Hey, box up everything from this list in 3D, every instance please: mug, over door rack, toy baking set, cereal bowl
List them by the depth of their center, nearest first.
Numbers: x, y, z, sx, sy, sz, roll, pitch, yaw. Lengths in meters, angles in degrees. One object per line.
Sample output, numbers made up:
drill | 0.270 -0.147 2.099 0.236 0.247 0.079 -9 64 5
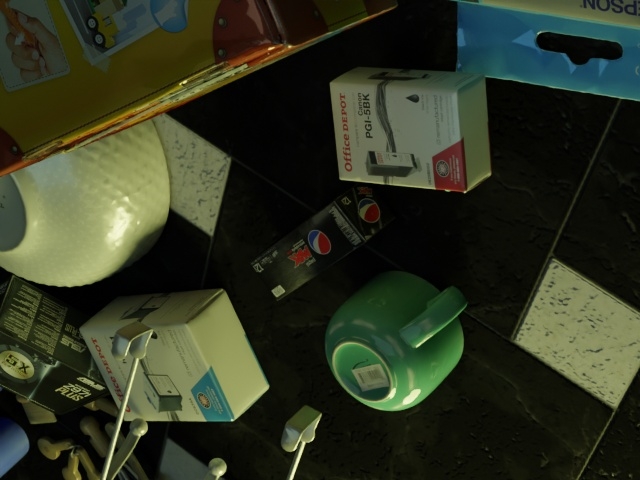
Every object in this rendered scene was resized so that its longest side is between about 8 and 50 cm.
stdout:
mug | 0.070 0.100 1.574 0.129 0.097 0.158 28 134 23
over door rack | -0.131 0.254 1.756 0.239 0.108 0.324 25 127 14
cereal bowl | -0.345 -0.085 1.765 0.339 0.141 0.339 23 132 28
toy baking set | -0.301 0.266 2.061 0.256 0.030 0.197 16 131 32

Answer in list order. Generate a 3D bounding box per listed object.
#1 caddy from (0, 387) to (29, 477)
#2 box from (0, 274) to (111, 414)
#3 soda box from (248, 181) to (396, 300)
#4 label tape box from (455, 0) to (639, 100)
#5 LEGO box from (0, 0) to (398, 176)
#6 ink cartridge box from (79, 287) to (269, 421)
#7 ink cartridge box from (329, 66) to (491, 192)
caddy | -0.583 0.262 2.181 0.341 0.179 0.241 5 122 38
box | -0.352 0.134 1.912 0.180 0.077 0.147 32 145 -27
soda box | 0.000 0.000 1.592 0.053 0.060 0.169 54 138 -2
label tape box | 0.180 -0.257 1.222 0.249 0.115 0.348 15 126 33
LEGO box | -0.216 -0.353 1.341 0.372 0.193 0.500 -19 98 36
ink cartridge box | -0.174 0.138 1.820 0.190 0.082 0.139 -7 115 40
ink cartridge box | 0.081 -0.102 1.403 0.135 0.056 0.099 6 114 32
